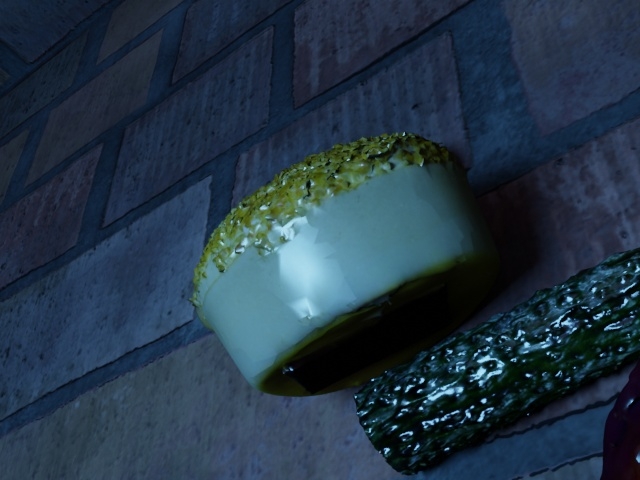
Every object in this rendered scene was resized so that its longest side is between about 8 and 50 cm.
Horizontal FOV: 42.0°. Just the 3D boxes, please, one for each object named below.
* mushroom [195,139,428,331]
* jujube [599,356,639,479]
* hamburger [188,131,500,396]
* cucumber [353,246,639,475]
[{"bbox_3d":[0.000,0.000,0.972,0.351,0.095,0.122,-31,21,19],"label":"mushroom"},{"bbox_3d":[0.321,0.065,0.420,0.376,0.258,0.258,-48,35,-5],"label":"jujube"},{"bbox_3d":[0.021,0.019,0.766,0.276,0.294,0.179,-29,68,1],"label":"hamburger"},{"bbox_3d":[0.197,0.081,0.683,0.359,0.096,0.096,-33,38,21],"label":"cucumber"}]
